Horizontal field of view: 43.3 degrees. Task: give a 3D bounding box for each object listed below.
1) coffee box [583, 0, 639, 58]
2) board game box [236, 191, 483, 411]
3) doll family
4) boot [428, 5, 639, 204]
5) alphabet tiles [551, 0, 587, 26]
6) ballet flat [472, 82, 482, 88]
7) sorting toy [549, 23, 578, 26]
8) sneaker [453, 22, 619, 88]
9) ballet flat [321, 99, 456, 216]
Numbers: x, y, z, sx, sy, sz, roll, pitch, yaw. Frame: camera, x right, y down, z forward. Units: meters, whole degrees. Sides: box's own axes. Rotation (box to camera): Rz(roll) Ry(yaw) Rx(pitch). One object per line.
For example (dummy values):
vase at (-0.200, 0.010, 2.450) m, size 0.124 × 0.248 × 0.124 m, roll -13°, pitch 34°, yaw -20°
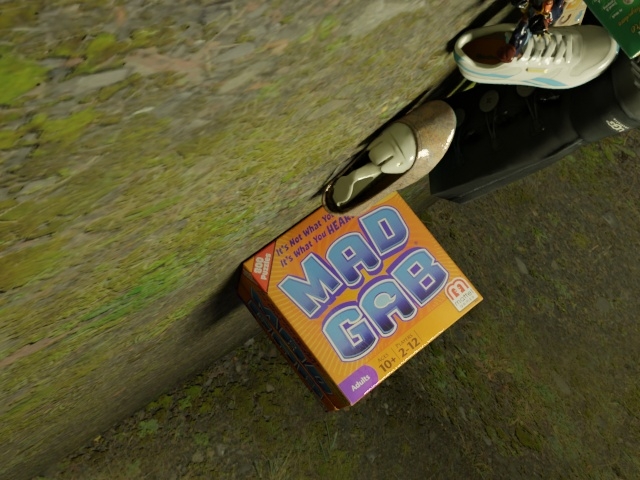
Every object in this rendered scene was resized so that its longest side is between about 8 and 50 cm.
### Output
coffee box at (0.405, -0.348, 1.074) m, size 0.113 × 0.184 × 0.040 m, roll -42°, pitch 171°, yaw 33°
board game box at (0.066, 0.125, 1.786) m, size 0.356 × 0.356 × 0.356 m, roll -36°, pitch 174°, yaw -15°
doll family at (0.271, -0.301, 1.016) m, size 0.111 × 0.076 × 0.193 m, roll -56°, pitch 149°, yaw -24°
boot at (0.368, -0.282, 1.352) m, size 0.445 × 0.146 × 0.367 m, roll -27°, pitch -137°, yaw 55°
alphabet tiles at (0.511, -0.437, 1.482) m, size 0.198 × 0.009 × 0.237 m, roll -20°, pitch 154°, yaw -26°
ballet flat at (0.309, -0.267, 1.548) m, size 0.084 × 0.058 × 0.250 m, roll 14°, pitch 118°, yaw -28°
sorting toy at (0.525, -0.459, 1.571) m, size 0.132 × 0.046 × 0.274 m, roll -34°, pitch 172°, yaw -31°
sneaker at (0.303, -0.265, 1.144) m, size 0.228 × 0.087 × 0.092 m, roll -1°, pitch 177°, yaw 20°
ballet flat at (0.108, -0.128, 1.403) m, size 0.106 × 0.108 × 0.316 m, roll -13°, pitch 157°, yaw -43°
